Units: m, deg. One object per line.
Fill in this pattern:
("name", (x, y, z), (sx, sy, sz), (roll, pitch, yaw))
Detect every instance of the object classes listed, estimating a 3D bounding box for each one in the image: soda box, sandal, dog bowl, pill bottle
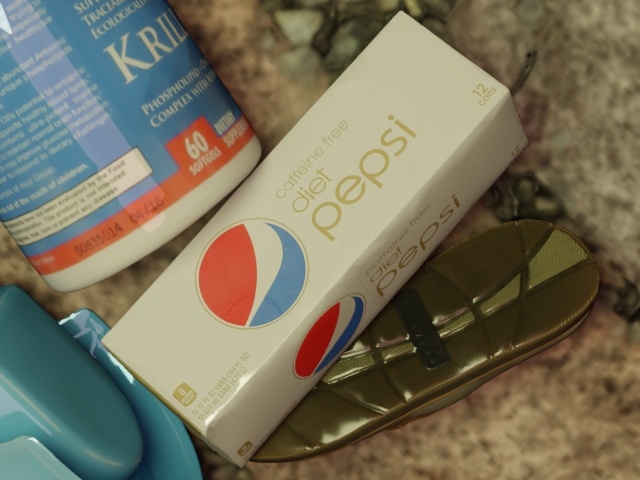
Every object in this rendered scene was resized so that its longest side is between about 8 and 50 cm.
("soda box", (0.000, 0.000, 0.943), (0.074, 0.069, 0.216), (39, 84, 24))
("sandal", (0.034, 0.054, 0.988), (0.219, 0.060, 0.090), (-23, 64, -2))
("dog bowl", (-0.184, 0.043, 0.917), (0.074, 0.166, 0.297), (-42, 102, 13))
("pill bottle", (-0.135, -0.097, 0.912), (0.124, 0.124, 0.221), (-35, 102, 0))
